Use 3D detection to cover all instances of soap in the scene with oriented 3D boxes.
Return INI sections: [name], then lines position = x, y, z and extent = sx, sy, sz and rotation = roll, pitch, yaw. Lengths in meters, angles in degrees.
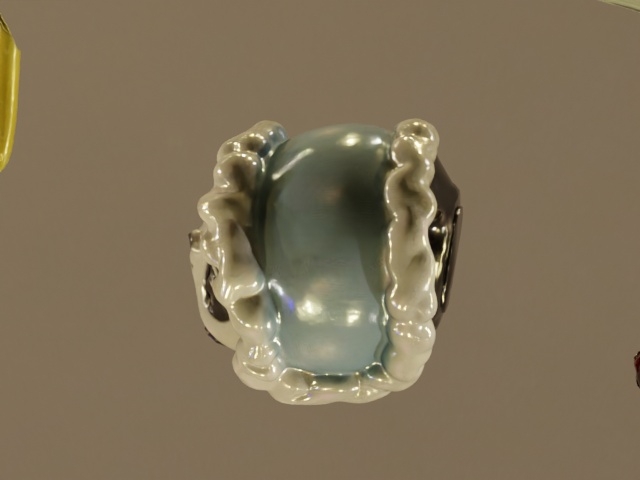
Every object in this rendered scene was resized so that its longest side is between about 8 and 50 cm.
[soap]
position = -0.295, -0.146, 1.451
extent = 0.033, 0.089, 0.168
rotation = -2, -71, -31

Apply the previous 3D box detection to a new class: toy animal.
[toy animal]
position = 0.000, 0.000, 1.153
extent = 0.204, 0.156, 0.208
rotation = 0, -115, 10

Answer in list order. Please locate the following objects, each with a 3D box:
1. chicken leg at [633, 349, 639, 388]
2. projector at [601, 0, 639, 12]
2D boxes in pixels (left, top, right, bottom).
[chicken leg]
position = 0.233, 0.007, 0.925
extent = 0.048, 0.219, 0.089
rotation = -26, -140, -36
[projector]
position = 0.132, -0.243, 0.696
extent = 0.249, 0.249, 0.248
rotation = 23, -89, 33
